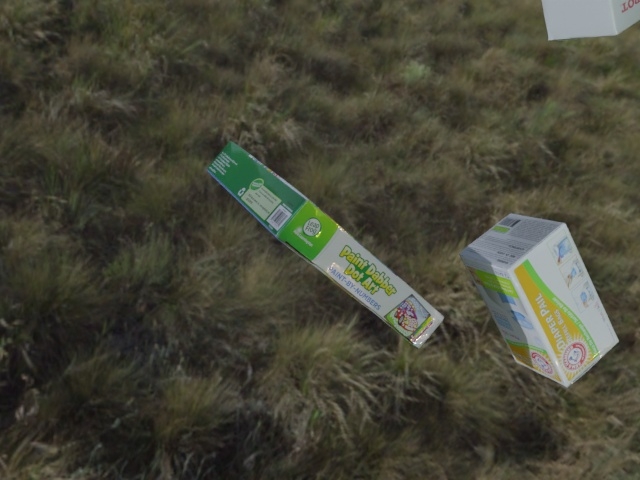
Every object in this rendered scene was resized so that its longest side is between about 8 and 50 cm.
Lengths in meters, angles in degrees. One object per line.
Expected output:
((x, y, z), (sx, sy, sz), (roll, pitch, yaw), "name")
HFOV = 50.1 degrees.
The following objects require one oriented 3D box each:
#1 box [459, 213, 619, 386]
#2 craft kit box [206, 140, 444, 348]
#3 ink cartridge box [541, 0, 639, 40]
((0.297, 0.079, 0.928), (0.103, 0.203, 0.114), (-36, 21, -13), "box")
((0.000, 0.000, 0.826), (0.246, 0.061, 0.250), (43, -1, -34), "craft kit box")
((0.440, -0.497, 1.054), (0.223, 0.308, 0.129), (-34, 28, -26), "ink cartridge box")
